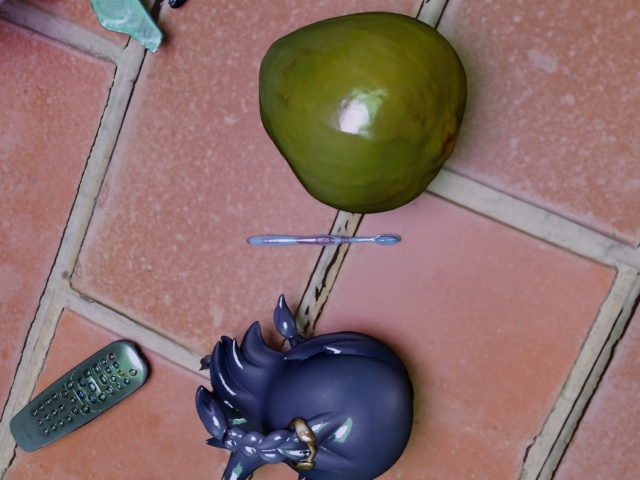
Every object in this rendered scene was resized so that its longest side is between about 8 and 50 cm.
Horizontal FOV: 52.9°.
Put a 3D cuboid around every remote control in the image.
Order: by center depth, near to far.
[{"bbox_3d":[-0.323,0.210,0.859,0.222,0.042,0.072,-34,88,12],"label":"remote control"}]

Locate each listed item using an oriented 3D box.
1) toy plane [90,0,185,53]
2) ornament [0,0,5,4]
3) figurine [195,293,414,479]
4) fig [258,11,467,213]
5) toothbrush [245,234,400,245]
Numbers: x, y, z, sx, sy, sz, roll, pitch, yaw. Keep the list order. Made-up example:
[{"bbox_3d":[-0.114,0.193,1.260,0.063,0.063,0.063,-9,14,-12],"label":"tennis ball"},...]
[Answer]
[{"bbox_3d":[-0.153,-0.411,0.743,0.155,0.106,0.382,37,96,-5],"label":"toy plane"},{"bbox_3d":[-0.481,-0.361,0.697,0.239,0.239,0.240,-10,129,13],"label":"ornament"},{"bbox_3d":[-0.026,0.190,0.736,0.264,0.197,0.175,-15,128,10],"label":"figurine"},{"bbox_3d":[0.036,-0.131,0.678,0.230,0.207,0.207,5,97,41],"label":"fig"},{"bbox_3d":[0.000,0.000,0.784,0.193,0.019,0.013,0,95,14],"label":"toothbrush"}]
